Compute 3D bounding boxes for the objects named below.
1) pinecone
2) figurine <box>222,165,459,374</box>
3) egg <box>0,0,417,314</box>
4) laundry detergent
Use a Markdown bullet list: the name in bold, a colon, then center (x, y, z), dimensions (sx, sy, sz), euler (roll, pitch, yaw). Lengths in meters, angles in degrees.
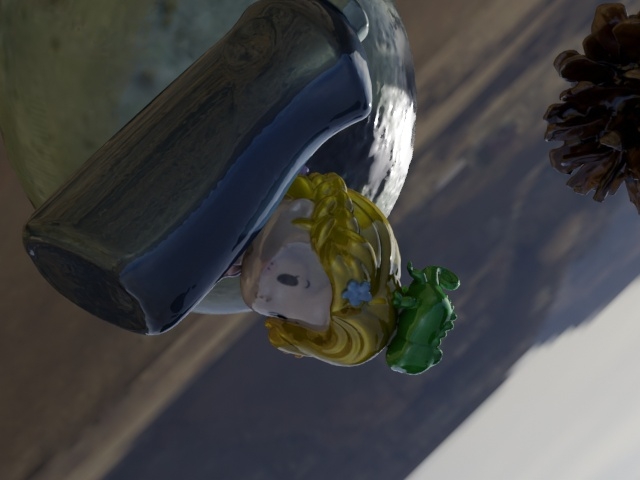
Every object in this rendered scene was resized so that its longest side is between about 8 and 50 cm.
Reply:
- **pinecone**: center (0.347, -0.134, 2.012), dimensions (0.202, 0.228, 0.201), euler (2, -149, 43)
- **figurine**: center (0.000, 0.000, 0.951), dimensions (0.094, 0.156, 0.115), euler (102, 8, -54)
- **egg**: center (-0.098, -0.138, 1.537), dimensions (0.345, 0.345, 0.428), euler (-41, 132, -32)
- **laundry detergent**: center (-0.042, -0.049, 0.867), dimensions (0.097, 0.061, 0.206), euler (13, -127, 45)
